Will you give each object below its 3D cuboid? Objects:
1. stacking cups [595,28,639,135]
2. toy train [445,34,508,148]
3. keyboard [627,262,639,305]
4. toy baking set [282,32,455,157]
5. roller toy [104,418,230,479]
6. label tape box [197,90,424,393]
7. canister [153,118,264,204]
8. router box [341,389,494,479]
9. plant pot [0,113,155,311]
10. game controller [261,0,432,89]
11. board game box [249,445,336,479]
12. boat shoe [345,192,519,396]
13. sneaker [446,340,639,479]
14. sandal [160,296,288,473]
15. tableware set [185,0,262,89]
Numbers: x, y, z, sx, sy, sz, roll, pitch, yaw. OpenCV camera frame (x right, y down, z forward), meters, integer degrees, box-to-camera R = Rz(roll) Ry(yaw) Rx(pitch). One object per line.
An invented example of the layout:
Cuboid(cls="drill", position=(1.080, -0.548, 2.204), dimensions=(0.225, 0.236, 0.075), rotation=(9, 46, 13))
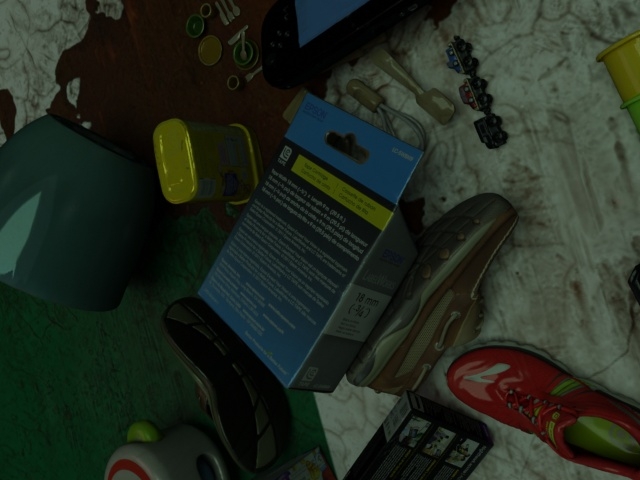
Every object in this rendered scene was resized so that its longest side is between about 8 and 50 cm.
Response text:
Cuboid(cls="stacking cups", position=(0.420, -0.086, 0.709), dimensions=(0.096, 0.096, 0.316), rotation=(-27, 87, 27))
Cuboid(cls="toy train", position=(0.201, -0.194, 0.844), dimensions=(0.036, 0.027, 0.158), rotation=(-24, 83, 38))
Cuboid(cls="keyboard", position=(0.497, 0.047, 0.647), dimensions=(0.317, 0.033, 0.201), rotation=(-27, 85, 6))
Cuboid(cls="toy baking set", position=(0.061, -0.194, 0.918), dimensions=(0.256, 0.030, 0.196), rotation=(-19, 90, 33))
Cuboid(cls="roller toy", position=(-0.249, 0.412, 1.067), dimensions=(0.191, 0.146, 0.209), rotation=(34, 115, 31))
Cuboid(cls="label tape box", position=(0.000, 0.000, 0.875), dimensions=(0.240, 0.106, 0.333), rotation=(38, 101, 41))
Cuboid(cls="canister", position=(-0.163, -0.116, 0.961), dimensions=(0.073, 0.170, 0.126), rotation=(-11, 89, 28))
Cuboid(cls="router box", position=(0.129, 0.305, 0.878), dimensions=(0.133, 0.046, 0.179), rotation=(26, 110, -13))
Cuboid(cls="plant pot", position=(-0.407, -0.061, 1.042), dimensions=(0.293, 0.293, 0.235), rotation=(30, 94, 22))
Cuboid(cls="game controller", position=(0.043, -0.330, 0.863), dimensions=(0.319, 0.067, 0.166), rotation=(-25, 62, 30))
Cuboid(cls="board game box", position=(-0.020, 0.478, 0.953), dimensions=(0.142, 0.144, 0.275), rotation=(-33, 80, 26))
Cuboid(cls="boat shoe", position=(0.157, 0.081, 0.852), dimensions=(0.116, 0.123, 0.324), rotation=(30, 114, -12))
Cuboid(cls="sneaker", position=(0.283, 0.204, 0.782), dimensions=(0.279, 0.118, 0.107), rotation=(18, 101, 25))
Cuboid(cls="sandal", position=(-0.154, 0.228, 1.036), dimensions=(0.303, 0.120, 0.086), rotation=(56, 143, 14))
Cuboid(cls="tableware set", position=(-0.156, -0.311, 1.024), dimensions=(0.104, 0.024, 0.154), rotation=(-32, 80, 27))
